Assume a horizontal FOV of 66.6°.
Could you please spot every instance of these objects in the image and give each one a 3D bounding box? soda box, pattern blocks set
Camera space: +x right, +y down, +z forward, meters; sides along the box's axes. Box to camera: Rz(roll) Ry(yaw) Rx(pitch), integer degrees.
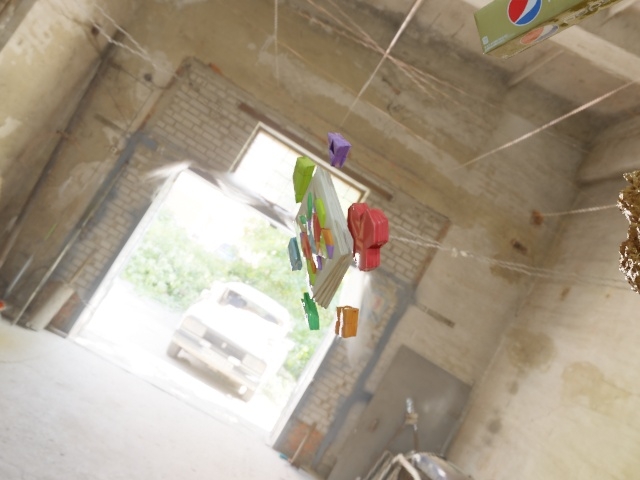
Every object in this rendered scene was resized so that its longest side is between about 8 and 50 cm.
[{"bbox_3d":[0.279,-0.284,0.572,0.061,0.058,0.181,-9,-6,-42],"label":"soda box"},{"bbox_3d":[0.000,0.000,0.693,0.325,0.026,0.286,105,-28,-47],"label":"pattern blocks set"}]

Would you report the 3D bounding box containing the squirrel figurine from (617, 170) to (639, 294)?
[{"bbox_3d":[0.786,-0.028,0.913,0.396,0.371,0.281,20,13,9],"label":"squirrel figurine"}]
